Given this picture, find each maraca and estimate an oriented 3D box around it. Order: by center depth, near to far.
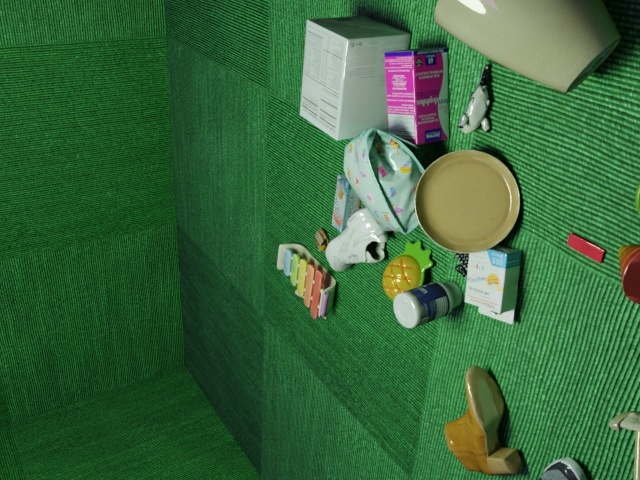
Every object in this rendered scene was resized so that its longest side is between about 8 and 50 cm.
[{"bbox_3d":[0.240,0.088,1.777,0.127,0.099,0.185,44,112,34],"label":"maraca"}]

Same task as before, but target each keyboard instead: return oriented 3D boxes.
[{"bbox_3d":[0.375,0.063,1.605,0.180,0.023,0.108,60,147,27],"label":"keyboard"}]

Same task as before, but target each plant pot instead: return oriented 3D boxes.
[{"bbox_3d":[0.395,-0.408,1.174,0.274,0.257,0.256,48,143,13],"label":"plant pot"},{"bbox_3d":[0.336,-0.089,1.481,0.237,0.032,0.236,2,96,20],"label":"plant pot"}]

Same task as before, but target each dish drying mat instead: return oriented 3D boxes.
[{"bbox_3d":[0.542,0.015,1.316,0.083,0.008,0.032,38,134,46],"label":"dish drying mat"}]

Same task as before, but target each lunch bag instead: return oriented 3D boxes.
[{"bbox_3d":[0.168,-0.160,1.619,0.262,0.160,0.223,57,173,-7],"label":"lunch bag"}]

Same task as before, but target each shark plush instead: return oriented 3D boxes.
[{"bbox_3d":[0.346,-0.317,1.460,0.067,0.073,0.161,-95,3,-61],"label":"shark plush"}]

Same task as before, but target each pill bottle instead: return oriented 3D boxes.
[{"bbox_3d":[0.280,0.159,1.659,0.094,0.170,0.094,30,127,50],"label":"pill bottle"}]

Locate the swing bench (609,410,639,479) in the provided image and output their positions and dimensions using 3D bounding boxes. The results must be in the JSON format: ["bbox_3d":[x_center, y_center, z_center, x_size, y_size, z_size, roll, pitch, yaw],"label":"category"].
[{"bbox_3d":[0.680,0.425,1.117,0.253,0.165,0.254,-10,88,61],"label":"swing bench"}]

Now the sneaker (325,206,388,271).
[{"bbox_3d":[0.109,0.030,1.946,0.152,0.114,0.305,63,148,23],"label":"sneaker"}]

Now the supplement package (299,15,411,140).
[{"bbox_3d":[0.084,-0.432,1.698,0.198,0.199,0.262,42,137,44],"label":"supplement package"}]

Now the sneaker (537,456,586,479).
[{"bbox_3d":[0.506,0.612,1.495,0.101,0.153,0.268,52,143,34],"label":"sneaker"}]

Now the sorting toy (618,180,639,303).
[{"bbox_3d":[0.588,-0.074,1.139,0.126,0.127,0.365,-99,10,-69],"label":"sorting toy"}]

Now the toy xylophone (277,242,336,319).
[{"bbox_3d":[-0.045,0.156,2.298,0.323,0.081,0.236,38,134,47],"label":"toy xylophone"}]

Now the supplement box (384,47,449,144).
[{"bbox_3d":[0.235,-0.351,1.568,0.114,0.111,0.219,22,122,54],"label":"supplement box"}]

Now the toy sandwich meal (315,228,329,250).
[{"bbox_3d":[0.000,0.000,2.203,0.086,0.029,0.085,32,129,50],"label":"toy sandwich meal"}]

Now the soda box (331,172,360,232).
[{"bbox_3d":[0.082,-0.116,1.979,0.058,0.063,0.183,42,137,43],"label":"soda box"}]

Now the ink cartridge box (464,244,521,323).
[{"bbox_3d":[0.401,0.103,1.508,0.104,0.062,0.181,18,111,49],"label":"ink cartridge box"}]

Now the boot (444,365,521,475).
[{"bbox_3d":[0.389,0.474,1.682,0.211,0.104,0.295,-26,85,59],"label":"boot"}]
